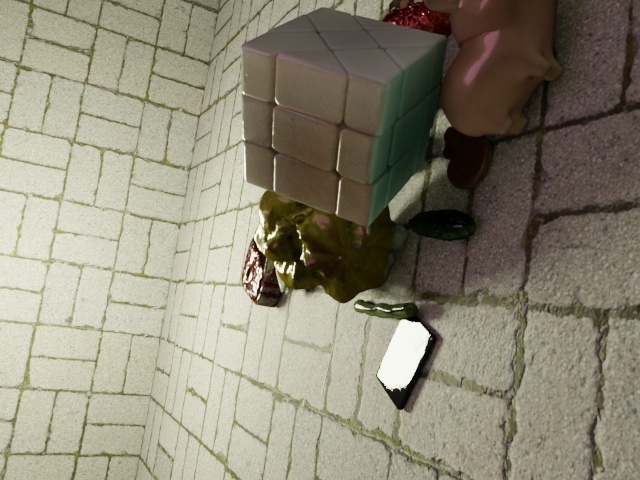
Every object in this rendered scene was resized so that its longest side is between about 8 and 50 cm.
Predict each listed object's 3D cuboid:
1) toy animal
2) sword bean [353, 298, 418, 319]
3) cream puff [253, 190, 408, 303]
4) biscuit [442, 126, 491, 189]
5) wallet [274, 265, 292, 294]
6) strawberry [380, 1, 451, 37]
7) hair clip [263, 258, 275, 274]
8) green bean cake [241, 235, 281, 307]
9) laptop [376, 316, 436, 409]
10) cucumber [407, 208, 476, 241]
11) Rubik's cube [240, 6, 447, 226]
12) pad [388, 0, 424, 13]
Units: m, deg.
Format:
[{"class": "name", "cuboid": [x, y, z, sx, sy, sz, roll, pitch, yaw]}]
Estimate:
[{"class": "toy animal", "cuboid": [0.333, -0.366, 1.122, 0.269, 0.237, 0.326, 42, 117, 26]}, {"class": "sword bean", "cuboid": [0.149, 0.165, 1.416, 0.269, 0.038, 0.043, 172, 102, -66]}, {"class": "cream puff", "cuboid": [0.012, 0.004, 1.412, 0.378, 0.378, 0.276, -55, 13, 37]}, {"class": "biscuit", "cuboid": [0.315, -0.189, 1.264, 0.124, 0.026, 0.175, -48, 40, 43]}, {"class": "wallet", "cuboid": [-0.100, -0.003, 1.880, 0.223, 0.077, 0.310, 119, 155, -42]}, {"class": "strawberry", "cuboid": [0.216, -0.532, 1.507, 0.286, 0.106, 0.189, -18, 68, 59]}, {"class": "hair clip", "cuboid": [-0.135, 0.010, 1.816, 0.072, 0.034, 0.226, -102, 30, -51]}, {"class": "green bean cake", "cuboid": [-0.202, 0.113, 2.063, 0.233, 0.097, 0.199, 47, 121, 59]}, {"class": "laptop", "cuboid": [0.191, 0.267, 1.333, 0.197, 0.016, 0.135, -68, 27, 17]}, {"class": "cucumber", "cuboid": [0.257, -0.036, 1.276, 0.227, 0.069, 0.069, 9, 87, 67]}, {"class": "Rubik's cube", "cuboid": [0.047, -0.272, 1.239, 0.322, 0.318, 0.316, -46, -29, -44]}, {"class": "pad", "cuboid": [0.253, -0.648, 1.596, 0.235, 0.003, 0.158, -28, 55, 57]}]
